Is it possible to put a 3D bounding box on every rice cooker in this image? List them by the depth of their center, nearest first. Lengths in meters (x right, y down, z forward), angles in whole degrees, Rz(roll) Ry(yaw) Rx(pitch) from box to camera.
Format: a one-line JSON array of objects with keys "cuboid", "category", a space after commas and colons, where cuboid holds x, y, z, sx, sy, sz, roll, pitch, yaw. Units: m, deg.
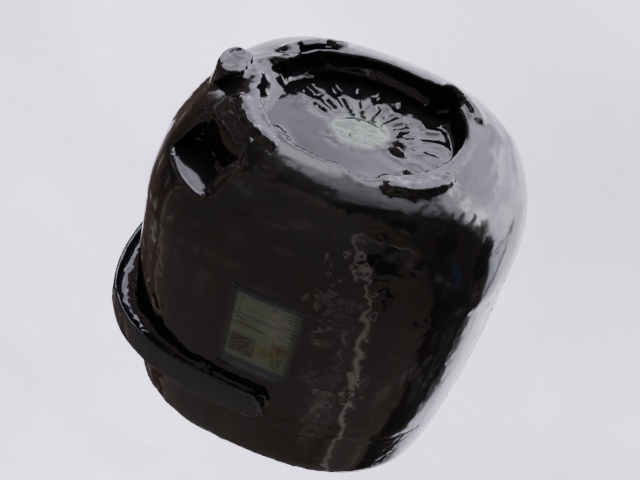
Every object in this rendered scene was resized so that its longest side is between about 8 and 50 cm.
[{"cuboid": [0.000, 0.000, 0.996, 0.267, 0.267, 0.224, 23, -50, 11], "category": "rice cooker"}]
